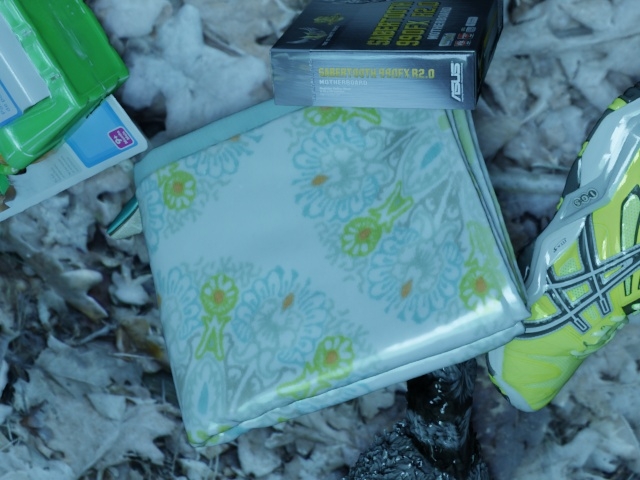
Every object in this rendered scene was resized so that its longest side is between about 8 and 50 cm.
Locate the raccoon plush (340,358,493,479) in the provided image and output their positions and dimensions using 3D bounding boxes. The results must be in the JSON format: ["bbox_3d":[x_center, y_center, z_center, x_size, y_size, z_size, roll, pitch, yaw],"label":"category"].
[{"bbox_3d":[0.047,0.278,1.403,0.299,0.216,0.446,3,86,29],"label":"raccoon plush"}]

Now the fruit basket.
[{"bbox_3d":[-0.403,-0.173,1.285,0.353,0.165,0.327,-22,107,26],"label":"fruit basket"}]

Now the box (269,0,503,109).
[{"bbox_3d":[0.071,-0.191,1.108,0.183,0.231,0.056,4,118,15],"label":"box"}]

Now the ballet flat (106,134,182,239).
[{"bbox_3d":[-0.183,-0.048,1.343,0.052,0.057,0.168,35,119,-14],"label":"ballet flat"}]

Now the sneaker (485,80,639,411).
[{"bbox_3d":[0.290,0.034,1.180,0.147,0.145,0.384,38,124,28],"label":"sneaker"}]

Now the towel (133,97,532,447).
[{"bbox_3d":[0.000,0.000,1.177,0.374,0.090,0.320,-21,64,15],"label":"towel"}]
